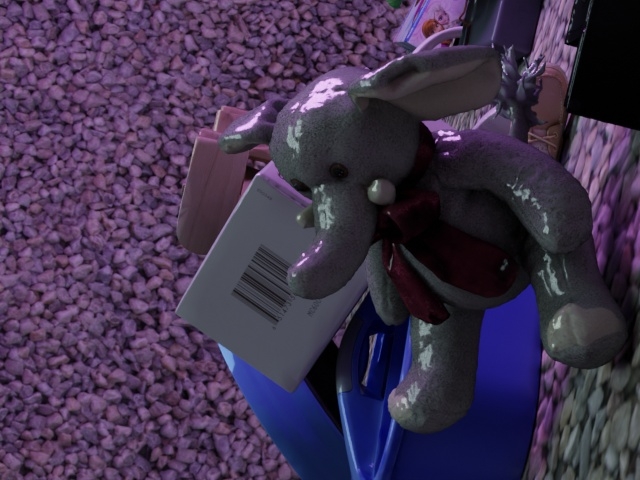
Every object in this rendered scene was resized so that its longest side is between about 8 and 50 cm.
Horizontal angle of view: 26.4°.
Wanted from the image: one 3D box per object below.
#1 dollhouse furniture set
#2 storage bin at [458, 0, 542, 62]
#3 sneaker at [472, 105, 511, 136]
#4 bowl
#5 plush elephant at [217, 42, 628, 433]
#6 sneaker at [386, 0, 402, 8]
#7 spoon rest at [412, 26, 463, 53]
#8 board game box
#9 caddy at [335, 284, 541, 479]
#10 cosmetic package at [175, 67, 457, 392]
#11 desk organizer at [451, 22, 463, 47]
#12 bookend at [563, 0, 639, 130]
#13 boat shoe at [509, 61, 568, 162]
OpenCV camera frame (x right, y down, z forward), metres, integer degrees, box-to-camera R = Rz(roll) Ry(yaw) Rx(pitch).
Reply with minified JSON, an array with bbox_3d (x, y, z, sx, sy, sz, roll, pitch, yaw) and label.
[{"bbox_3d":[0.000,0.000,1.860,0.362,0.394,0.257,-90,14,-78],"label":"dollhouse furniture set"},{"bbox_3d":[0.238,-0.296,1.774,0.091,0.098,0.135,173,111,-76],"label":"storage bin"},{"bbox_3d":[0.208,-0.103,1.594,0.212,0.080,0.094,106,-171,-52],"label":"sneaker"},{"bbox_3d":[-0.009,0.206,1.834,0.077,0.391,0.391,-35,10,8],"label":"bowl"},{"bbox_3d":[0.066,-0.033,1.088,0.272,0.255,0.330,-24,59,56],"label":"plush elephant"},{"bbox_3d":[0.191,-0.387,1.743,0.123,0.295,0.109,55,-152,-34],"label":"sneaker"},{"bbox_3d":[0.125,-0.222,1.907,0.084,0.276,0.137,62,180,-5],"label":"spoon rest"},{"bbox_3d":[0.226,-0.442,2.175,0.319,0.065,0.318,-61,4,6],"label":"board game box"},{"bbox_3d":[0.104,0.136,1.362,0.241,0.179,0.341,109,175,-51],"label":"caddy"},{"bbox_3d":[0.010,-0.026,1.460,0.197,0.155,0.365,-58,-4,30],"label":"cosmetic package"},{"bbox_3d":[0.241,-0.314,2.173,0.130,0.047,0.050,108,173,-55],"label":"desk organizer"},{"bbox_3d":[0.243,-0.170,1.157,0.157,0.072,0.156,-155,79,-88],"label":"bookend"},{"bbox_3d":[0.222,-0.098,1.400,0.059,0.063,0.170,-85,0,-58],"label":"boat shoe"}]
